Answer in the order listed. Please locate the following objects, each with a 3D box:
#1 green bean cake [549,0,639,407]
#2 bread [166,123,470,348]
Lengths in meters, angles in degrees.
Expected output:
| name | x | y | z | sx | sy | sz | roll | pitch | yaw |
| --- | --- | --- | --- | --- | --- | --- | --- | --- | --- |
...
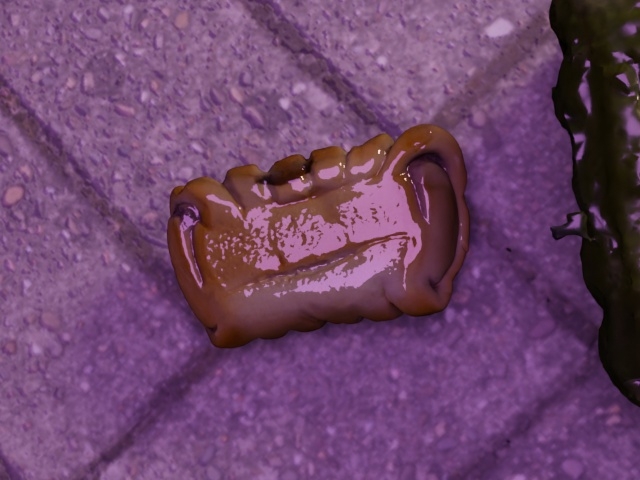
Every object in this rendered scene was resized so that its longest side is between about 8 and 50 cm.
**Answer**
| name | x | y | z | sx | sy | sz | roll | pitch | yaw |
| --- | --- | --- | --- | --- | --- | --- | --- | --- | --- |
| green bean cake | 0.306 | -0.056 | 0.753 | 0.335 | 0.218 | 0.319 | -10 | 79 | 11 |
| bread | 0.000 | 0.000 | 0.891 | 0.225 | 0.081 | 0.134 | -10 | 85 | 11 |
